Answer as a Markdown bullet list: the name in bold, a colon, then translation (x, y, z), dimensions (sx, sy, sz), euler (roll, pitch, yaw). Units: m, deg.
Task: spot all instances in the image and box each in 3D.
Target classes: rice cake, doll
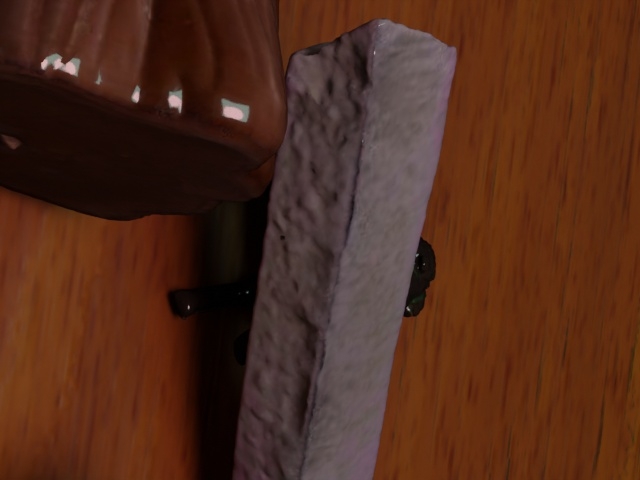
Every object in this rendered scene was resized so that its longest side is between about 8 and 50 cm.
- **rice cake**: translation (-0.001, 0.063, 0.826), dimensions (0.072, 0.056, 0.365), euler (-16, 123, -44)
- **doll**: translation (0.000, 0.000, 0.897), dimensions (0.165, 0.057, 0.139), euler (0, 91, -44)

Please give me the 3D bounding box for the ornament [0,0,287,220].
- **ornament**: translation (-0.098, -0.139, 0.714), dimensions (0.221, 0.235, 0.218), euler (38, 61, -64)
